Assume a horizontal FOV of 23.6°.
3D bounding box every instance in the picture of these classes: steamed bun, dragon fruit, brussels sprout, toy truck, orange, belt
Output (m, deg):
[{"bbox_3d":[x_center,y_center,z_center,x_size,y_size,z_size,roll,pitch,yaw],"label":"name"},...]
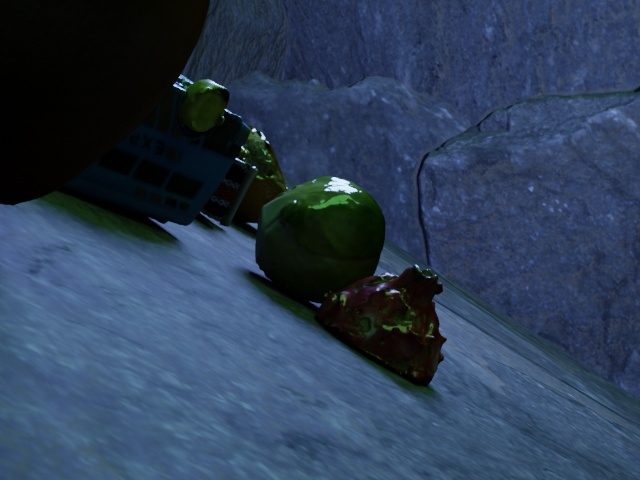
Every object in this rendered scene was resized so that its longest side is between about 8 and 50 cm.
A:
[{"bbox_3d":[-0.259,-0.165,1.096,0.235,0.248,0.379,31,-7,-36],"label":"steamed bun"},{"bbox_3d":[0.083,0.074,1.639,0.153,0.111,0.153,35,3,-2],"label":"dragon fruit"},{"bbox_3d":[-0.001,0.000,1.713,0.155,0.155,0.117,29,16,-21],"label":"brussels sprout"},{"bbox_3d":[-0.233,-0.135,1.498,0.161,0.162,0.385,34,6,31],"label":"toy truck"},{"bbox_3d":[-0.101,-0.087,2.129,0.170,0.112,0.160,50,2,-23],"label":"orange"},{"bbox_3d":[-0.186,-0.113,2.019,0.126,0.094,0.359,28,4,-25],"label":"belt"}]
